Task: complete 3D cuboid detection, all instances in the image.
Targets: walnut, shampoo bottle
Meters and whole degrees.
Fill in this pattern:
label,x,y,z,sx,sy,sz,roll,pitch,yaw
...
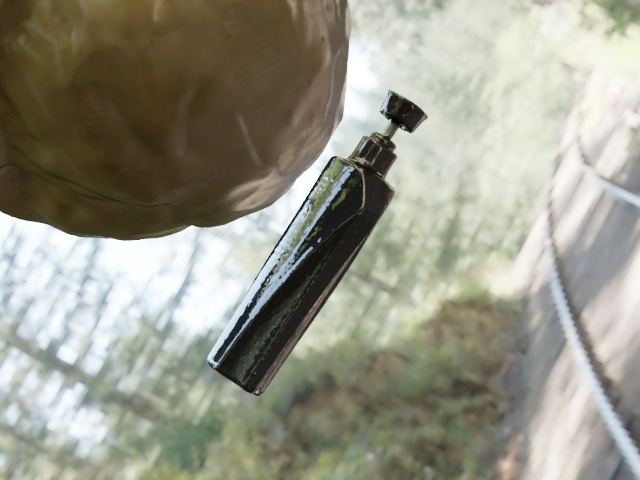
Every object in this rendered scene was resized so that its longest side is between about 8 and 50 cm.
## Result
label,x,y,z,sx,sy,sz,roll,pitch,yaw
walnut,-0.143,-0.168,1.244,0.381,0.381,0.381,-61,-5,-9
shampoo bottle,0.000,0.000,0.690,0.137,0.027,0.048,-57,28,-2
